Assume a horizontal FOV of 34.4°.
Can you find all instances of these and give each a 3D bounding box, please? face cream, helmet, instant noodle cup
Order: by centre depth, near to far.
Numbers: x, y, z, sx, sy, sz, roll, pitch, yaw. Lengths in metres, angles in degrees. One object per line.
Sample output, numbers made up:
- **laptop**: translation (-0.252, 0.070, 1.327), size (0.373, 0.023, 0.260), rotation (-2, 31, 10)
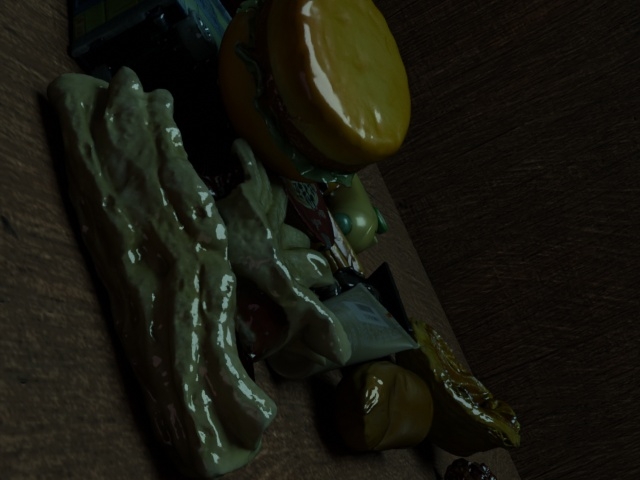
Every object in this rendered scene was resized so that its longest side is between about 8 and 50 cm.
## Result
- **helmet**: translation (-0.187, -0.102, 1.200), size (0.111, 0.057, 0.089), rotation (52, 57, -32)
- **face cream**: translation (0.035, 0.126, 1.452), size (0.137, 0.084, 0.341), rotation (47, 21, 15)
- **instant noodle cup**: translation (-0.078, -0.090, 1.609), size (0.274, 0.090, 0.274), rotation (59, 11, -19)

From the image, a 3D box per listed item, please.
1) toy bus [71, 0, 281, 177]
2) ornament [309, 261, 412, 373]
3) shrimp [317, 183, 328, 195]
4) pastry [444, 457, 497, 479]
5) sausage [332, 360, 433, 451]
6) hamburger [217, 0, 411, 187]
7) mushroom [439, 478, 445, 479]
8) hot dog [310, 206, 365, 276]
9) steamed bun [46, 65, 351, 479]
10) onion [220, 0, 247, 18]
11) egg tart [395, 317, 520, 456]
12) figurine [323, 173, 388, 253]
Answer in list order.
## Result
- **toy bus**: translation (-0.167, -0.205, 1.295), size (0.312, 0.152, 0.190), rotation (53, 15, -43)
- **ornament**: translation (0.011, 0.101, 1.650), size (0.196, 0.153, 0.166), rotation (24, 33, -35)
- **shrimp**: translation (-0.068, -0.167, 1.864), size (0.219, 0.046, 0.152), rotation (53, 22, 10)
- **pastry**: translation (0.300, 0.512, 1.978), size (0.208, 0.115, 0.097), rotation (-106, 178, -52)
- **sausage**: translation (0.087, 0.246, 1.531), size (0.134, 0.116, 0.354), rotation (-69, 160, -5)
- **hamburger**: translation (-0.019, -0.172, 1.160), size (0.246, 0.170, 0.246), rotation (25, 57, -46)
- **mushroom**: translation (0.223, 0.471, 1.510), size (0.162, 0.173, 0.236), rotation (60, 11, -32)
- **hot dog**: translation (0.000, 0.000, 1.843), size (0.250, 0.068, 0.100), rotation (59, 21, -11)
- **steamed bun**: translation (-0.098, 0.023, 1.023), size (0.247, 0.189, 0.428), rotation (58, 8, -67)
- **onion**: translation (-0.061, -0.368, 1.717), size (0.354, 0.353, 0.354), rotation (60, 11, -20)
- **egg tart**: translation (0.243, 0.301, 2.031), size (0.339, 0.153, 0.351), rotation (47, 5, -9)
- **figurine**: translation (0.013, -0.102, 2.030), size (0.222, 0.124, 0.324), rotation (46, 17, -49)
